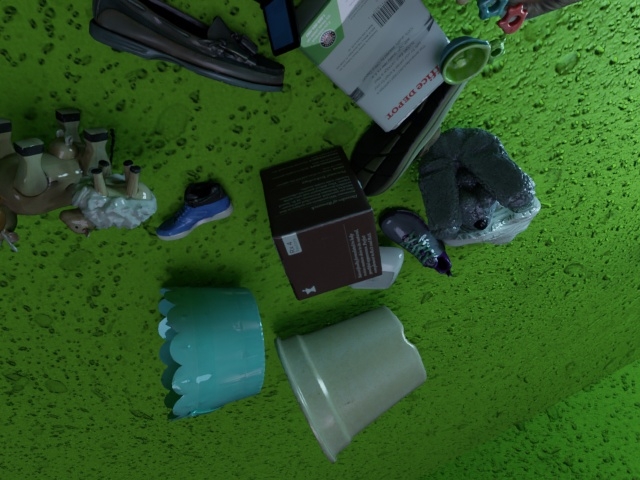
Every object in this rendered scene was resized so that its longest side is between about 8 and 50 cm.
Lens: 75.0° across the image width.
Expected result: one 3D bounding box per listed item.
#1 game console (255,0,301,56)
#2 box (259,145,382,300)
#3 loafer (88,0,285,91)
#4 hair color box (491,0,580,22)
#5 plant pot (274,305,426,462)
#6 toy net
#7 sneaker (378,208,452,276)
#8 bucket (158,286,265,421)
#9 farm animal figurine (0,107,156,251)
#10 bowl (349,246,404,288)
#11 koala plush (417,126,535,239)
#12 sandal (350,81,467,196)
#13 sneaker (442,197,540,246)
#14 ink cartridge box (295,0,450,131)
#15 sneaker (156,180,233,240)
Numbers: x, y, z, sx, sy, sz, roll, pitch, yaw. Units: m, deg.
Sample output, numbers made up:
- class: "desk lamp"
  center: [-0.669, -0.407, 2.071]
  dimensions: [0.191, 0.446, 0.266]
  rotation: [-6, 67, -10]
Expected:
- class: "game console"
  center: [-0.081, -0.303, 0.546]
  dimensions: [0.107, 0.122, 0.071]
  rotation: [15, 99, -27]
- class: "box"
  center: [-0.001, -0.035, 0.769]
  dimensions: [0.167, 0.203, 0.168]
  rotation: [-17, 134, -1]
- class: "loafer"
  center: [-0.170, -0.280, 0.577]
  dimensions: [0.267, 0.096, 0.084]
  rotation: [9, 122, -21]
- class: "hair color box"
  center: [0.227, -0.429, 0.485]
  dimensions: [0.347, 0.174, 0.105]
  rotation: [26, 81, -34]
- class: "plant pot"
  center: [0.089, 0.337, 1.084]
  dimensions: [0.305, 0.334, 0.334]
  rotation: [-26, 134, -6]
- class: "toy net"
  center: [0.233, -0.308, 0.531]
  dimensions: [0.122, 0.045, 0.232]
  rotation: [-9, 153, -9]
- class: "sneaker"
  center: [0.227, 0.007, 0.945]
  dimensions: [0.223, 0.098, 0.083]
  rotation: [26, 120, -34]
- class: "bucket"
  center: [-0.242, 0.228, 0.898]
  dimensions: [0.183, 0.281, 0.281]
  rotation: [-2, 132, -26]
- class: "farm animal figurine"
  center: [-0.450, -0.087, 0.589]
  dimensions: [0.326, 0.330, 0.172]
  rotation: [-17, 139, -42]
- class: "bowl"
  center: [0.118, 0.070, 0.969]
  dimensions: [0.142, 0.053, 0.142]
  rotation: [2, 148, -3]
- class: "koala plush"
  center: [0.302, -0.100, 0.844]
  dimensions: [0.196, 0.203, 0.221]
  rotation: [-25, 155, 19]
- class: "sandal"
  center: [0.166, -0.193, 0.741]
  dimensions: [0.086, 0.120, 0.303]
  rotation: [13, 127, -43]
- class: "sneaker"
  center: [0.398, -0.022, 0.979]
  dimensions: [0.232, 0.090, 0.115]
  rotation: [-17, 137, 1]
- class: "ink cartridge box"
  center: [0.081, -0.297, 0.628]
  dimensions: [0.160, 0.093, 0.219]
  rotation: [-42, 130, 20]
- class: "sneaker"
  center: [-0.246, -0.061, 0.772]
  dimensions: [0.152, 0.058, 0.085]
  rotation: [-21, 140, -2]
